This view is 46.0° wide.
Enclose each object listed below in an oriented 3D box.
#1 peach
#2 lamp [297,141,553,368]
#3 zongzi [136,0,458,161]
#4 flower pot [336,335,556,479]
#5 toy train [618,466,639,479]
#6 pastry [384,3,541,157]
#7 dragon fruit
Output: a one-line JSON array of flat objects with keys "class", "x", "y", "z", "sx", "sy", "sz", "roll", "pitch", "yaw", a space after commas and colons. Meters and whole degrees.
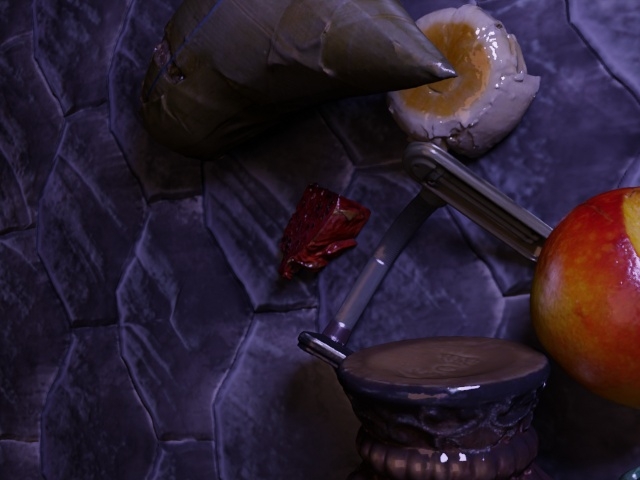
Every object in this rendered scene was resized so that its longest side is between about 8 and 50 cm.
[{"class": "peach", "x": 0.286, "y": 0.047, "z": 0.679, "sx": 0.190, "sy": 0.190, "sz": 0.192, "roll": 33, "pitch": 103, "yaw": 27}, {"class": "lamp", "x": 0.118, "y": 0.058, "z": 0.831, "sx": 0.203, "sy": 0.124, "sz": 0.283, "roll": 32, "pitch": 99, "yaw": 6}, {"class": "zongzi", "x": -0.054, "y": -0.174, "z": 0.844, "sx": 0.356, "sy": 0.174, "sz": 0.392, "roll": -45, "pitch": 45, "yaw": 23}, {"class": "flower pot", "x": 0.119, "y": 0.236, "z": 0.695, "sx": 0.267, "sy": 0.267, "sz": 0.267, "roll": 0, "pitch": 94, "yaw": 29}, {"class": "toy train", "x": 0.330, "y": 0.299, "z": 0.664, "sx": 0.083, "sy": 0.132, "sz": 0.200, "roll": -45, "pitch": 66, "yaw": 19}, {"class": "pastry", "x": 0.149, "y": -0.173, "z": 0.828, "sx": 0.166, "sy": 0.088, "sz": 0.165, "roll": -1, "pitch": 89, "yaw": 31}, {"class": "dragon fruit", "x": 0.003, "y": 0.000, "z": 0.925, "sx": 0.131, "sy": 0.063, "sz": 0.097, "roll": -63, "pitch": 30, "yaw": 10}]
